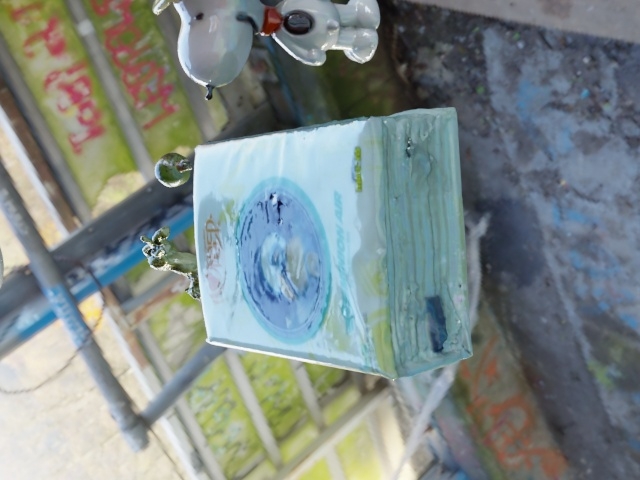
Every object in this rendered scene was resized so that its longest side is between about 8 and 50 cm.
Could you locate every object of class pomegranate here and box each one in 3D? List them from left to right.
[{"bbox_3d":[-0.292,-0.142,1.931,0.073,0.073,0.084,52,164,1],"label":"pomegranate"}]

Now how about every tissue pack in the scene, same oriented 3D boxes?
[{"bbox_3d":[0.000,0.000,1.183,0.388,0.162,0.287,-1,93,54],"label":"tissue pack"}]

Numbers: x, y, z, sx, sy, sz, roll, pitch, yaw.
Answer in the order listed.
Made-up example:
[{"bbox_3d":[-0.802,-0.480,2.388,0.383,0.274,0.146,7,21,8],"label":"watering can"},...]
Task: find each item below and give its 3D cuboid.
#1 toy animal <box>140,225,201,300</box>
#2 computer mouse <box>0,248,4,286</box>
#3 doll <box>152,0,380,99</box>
[{"bbox_3d":[-0.282,0.043,1.897,0.181,0.073,0.136,20,144,-22],"label":"toy animal"},{"bbox_3d":[-0.638,0.016,1.503,0.297,0.121,0.184,18,124,15],"label":"computer mouse"},{"bbox_3d":[-0.069,-0.295,1.182,0.144,0.271,0.208,-151,47,-67],"label":"doll"}]
